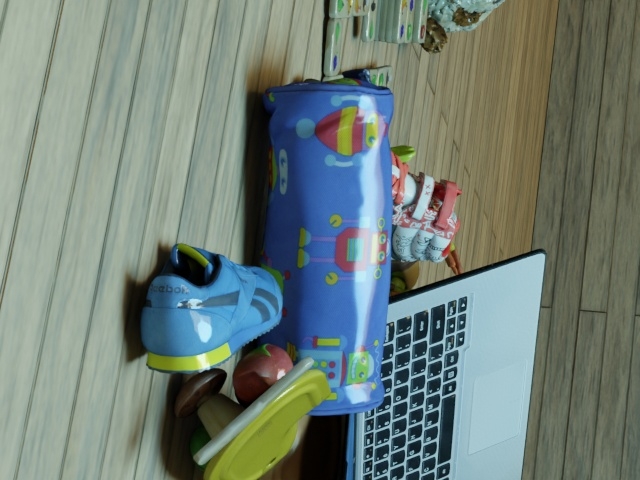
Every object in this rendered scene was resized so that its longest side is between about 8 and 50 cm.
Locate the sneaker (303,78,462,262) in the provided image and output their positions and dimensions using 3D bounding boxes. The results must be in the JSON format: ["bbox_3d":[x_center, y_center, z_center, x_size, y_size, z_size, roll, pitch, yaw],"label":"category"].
[{"bbox_3d":[0.065,-0.067,1.399,0.270,0.145,0.090,72,27,-54],"label":"sneaker"}]

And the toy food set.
[{"bbox_3d":[-0.062,0.131,1.106,0.128,0.071,0.218,-43,164,-10],"label":"toy food set"}]

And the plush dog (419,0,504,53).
[{"bbox_3d":[0.180,-0.359,1.755,0.262,0.210,0.225,-36,151,-34],"label":"plush dog"}]

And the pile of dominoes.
[{"bbox_3d":[0.066,-0.251,1.505,0.251,0.040,0.196,-28,125,-69],"label":"pile of dominoes"}]

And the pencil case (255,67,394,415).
[{"bbox_3d":[0.000,0.000,1.240,0.119,0.133,0.306,-4,100,-34],"label":"pencil case"}]

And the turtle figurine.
[{"bbox_3d":[0.093,0.003,1.635,0.269,0.087,0.217,-47,132,-53],"label":"turtle figurine"}]

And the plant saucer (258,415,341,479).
[{"bbox_3d":[-0.016,0.217,1.395,0.200,0.037,0.200,5,90,-75],"label":"plant saucer"}]

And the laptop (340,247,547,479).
[{"bbox_3d":[0.133,0.271,1.507,0.408,0.236,0.382,-17,126,-26],"label":"laptop"}]

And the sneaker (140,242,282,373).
[{"bbox_3d":[-0.077,0.035,1.060,0.209,0.069,0.082,-35,124,-70],"label":"sneaker"}]
